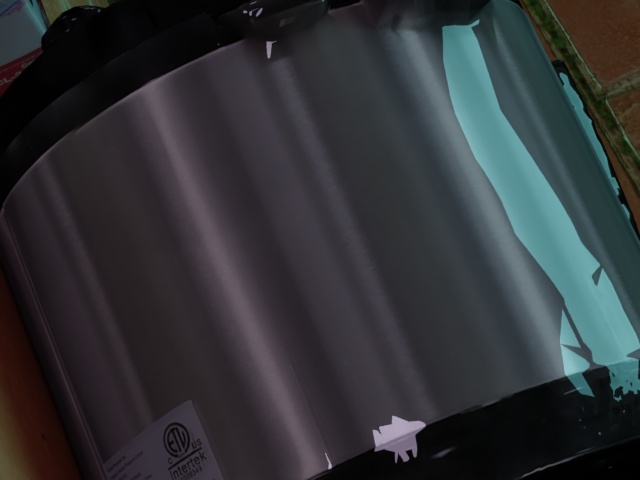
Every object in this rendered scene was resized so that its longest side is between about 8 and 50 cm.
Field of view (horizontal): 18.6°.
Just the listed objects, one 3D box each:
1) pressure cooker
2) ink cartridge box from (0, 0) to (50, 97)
[{"bbox_3d":[-0.004,0.000,1.179,0.420,0.370,0.375,65,5,17],"label":"pressure cooker"},{"bbox_3d":[-0.245,-0.190,1.310,0.175,0.072,0.127,67,0,-67],"label":"ink cartridge box"}]
